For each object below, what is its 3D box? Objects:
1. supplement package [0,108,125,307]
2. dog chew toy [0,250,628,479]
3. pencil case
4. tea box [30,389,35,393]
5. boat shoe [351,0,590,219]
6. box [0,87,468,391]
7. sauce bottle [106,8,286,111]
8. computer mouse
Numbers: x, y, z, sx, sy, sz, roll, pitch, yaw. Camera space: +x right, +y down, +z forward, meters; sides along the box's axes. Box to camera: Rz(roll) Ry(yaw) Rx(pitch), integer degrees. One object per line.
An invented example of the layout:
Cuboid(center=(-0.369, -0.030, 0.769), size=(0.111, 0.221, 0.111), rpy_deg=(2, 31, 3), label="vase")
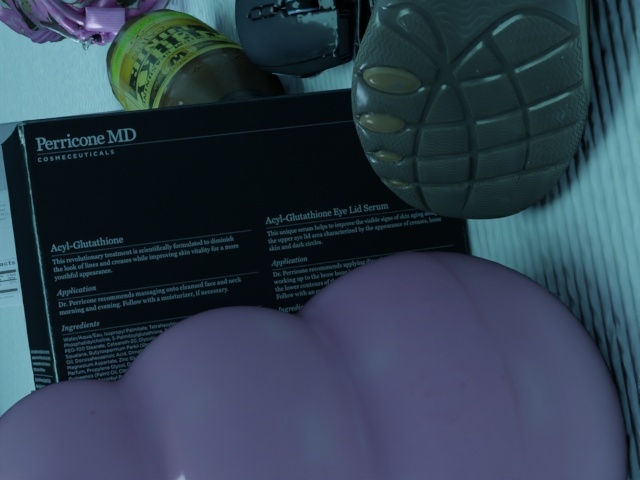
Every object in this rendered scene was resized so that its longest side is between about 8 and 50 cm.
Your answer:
Cuboid(center=(-0.318, -0.039, 1.669), size=(0.204, 0.262, 0.145), rpy_deg=(-131, 37, -58), label="supplement package")
Cuboid(center=(-0.017, 0.119, 0.742), size=(0.206, 0.332, 0.206), rpy_deg=(171, 90, -72), label="dog chew toy")
Cuboid(center=(-0.268, -0.297, 1.594), size=(0.160, 0.167, 0.386), rpy_deg=(53, 169, -18), label="pencil case")
Cuboid(center=(-0.061, 0.303, 1.008), size=(0.323, 0.220, 0.329), rpy_deg=(-125, 33, -52), label="tea box")
Cuboid(center=(0.085, -0.139, 0.718), size=(0.324, 0.123, 0.116), rpy_deg=(91, -165, -50), label="boat shoe")
Cuboid(center=(-0.048, 0.009, 0.897), size=(0.103, 0.261, 0.184), rpy_deg=(175, 88, -71), label="box")
Cuboid(center=(-0.090, -0.115, 1.216), size=(0.344, 0.111, 0.111), rpy_deg=(-142, 47, -62), label="sauce bottle")
Cuboid(center=(-0.018, -0.201, 1.041), size=(0.262, 0.060, 0.184), rpy_deg=(-158, 61, -68), label="computer mouse")
